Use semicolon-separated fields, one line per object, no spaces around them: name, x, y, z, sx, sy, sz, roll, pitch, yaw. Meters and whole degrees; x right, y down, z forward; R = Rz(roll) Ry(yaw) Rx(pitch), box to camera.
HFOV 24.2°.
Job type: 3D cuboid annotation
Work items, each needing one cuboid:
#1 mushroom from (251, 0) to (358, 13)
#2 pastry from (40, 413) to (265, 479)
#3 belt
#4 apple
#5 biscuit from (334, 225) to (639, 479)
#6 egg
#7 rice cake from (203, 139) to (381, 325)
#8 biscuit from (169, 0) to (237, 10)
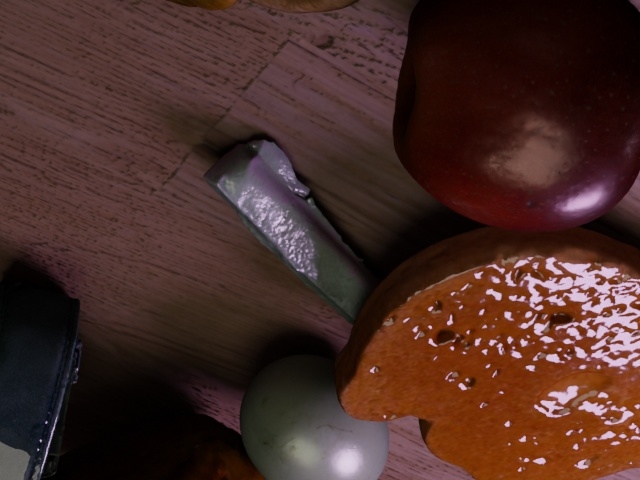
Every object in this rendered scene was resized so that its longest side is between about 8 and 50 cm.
mushroom;-0.025;-0.276;1.086;0.278;0.146;0.278;16;148;10
pastry;-0.220;0.320;1.627;0.356;0.356;0.164;-20;105;24
belt;-0.316;0.177;1.537;0.116;0.268;0.206;15;178;-13
apple;0.165;-0.115;1.205;0.201;0.218;0.218;6;137;-5
biscuit;0.243;0.126;1.538;0.349;0.078;0.455;-34;131;30
egg;-0.005;0.205;1.614;0.149;0.149;0.192;-19;134;23
rice cake;-0.003;0.001;1.474;0.081;0.051;0.290;-46;125;1
biscuit;-0.159;-0.246;1.118;0.260;0.041;0.203;34;162;23
